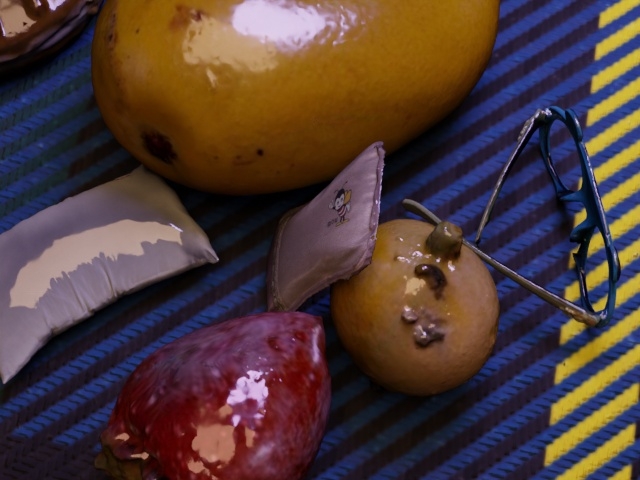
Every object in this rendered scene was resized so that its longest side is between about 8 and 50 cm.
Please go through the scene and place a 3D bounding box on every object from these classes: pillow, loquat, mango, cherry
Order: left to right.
[{"bbox_3d":[-0.243,0.027,1.138,0.254,0.078,0.144,-29,72,-10],"label":"pillow"},{"bbox_3d":[-0.080,0.161,1.035,0.249,0.192,0.175,-49,113,-17],"label":"cherry"},{"bbox_3d":[-0.013,-0.209,1.150,0.446,0.232,0.300,-24,66,-18],"label":"mango"},{"bbox_3d":[0.000,0.000,1.077,0.038,0.233,0.130,19,61,-21],"label":"pillow"},{"bbox_3d":[0.090,0.057,1.068,0.149,0.204,0.172,-16,57,-28],"label":"loquat"}]

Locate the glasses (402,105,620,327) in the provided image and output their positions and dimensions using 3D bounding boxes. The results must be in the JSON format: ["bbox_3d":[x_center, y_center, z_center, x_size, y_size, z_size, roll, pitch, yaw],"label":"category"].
[{"bbox_3d":[0.201,-0.013,1.163,0.207,0.102,0.239,-17,69,24],"label":"glasses"}]

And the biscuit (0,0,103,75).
[{"bbox_3d":[-0.409,-0.297,1.242,0.366,0.115,0.268,10,71,6],"label":"biscuit"}]
